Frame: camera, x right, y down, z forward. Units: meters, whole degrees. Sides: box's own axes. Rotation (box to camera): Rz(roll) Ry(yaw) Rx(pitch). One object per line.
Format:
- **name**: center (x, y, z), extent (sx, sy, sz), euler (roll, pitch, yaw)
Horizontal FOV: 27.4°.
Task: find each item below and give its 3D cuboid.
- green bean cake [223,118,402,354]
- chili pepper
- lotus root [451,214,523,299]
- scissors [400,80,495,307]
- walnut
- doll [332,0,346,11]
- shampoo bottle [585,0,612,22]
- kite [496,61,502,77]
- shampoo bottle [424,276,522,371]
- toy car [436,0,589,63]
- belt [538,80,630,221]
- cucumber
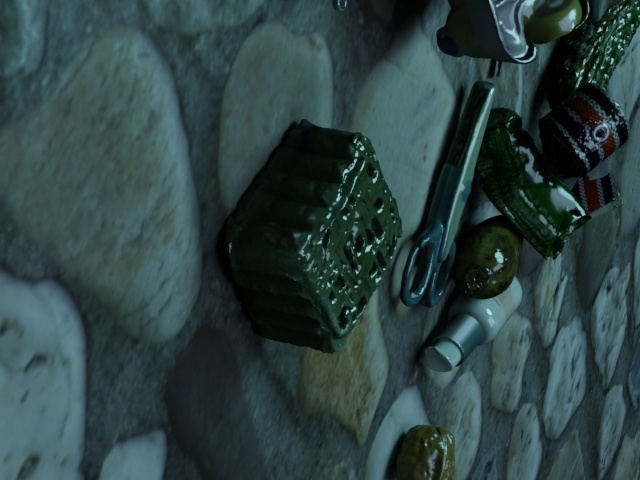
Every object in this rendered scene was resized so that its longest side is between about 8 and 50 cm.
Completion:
- **green bean cake**: center (0.000, 0.000, 1.276), extent (0.181, 0.094, 0.173), euler (-59, 148, -29)
- **chili pepper**: center (0.264, -0.070, 1.683), extent (0.224, 0.098, 0.061), euler (53, 11, -24)
- **lotus root**: center (0.218, 0.021, 1.710), extent (0.179, 0.080, 0.089), euler (-48, 151, -58)
- **scissors**: center (0.160, -0.056, 1.605), extent (0.138, 0.041, 0.289), euler (11, 98, -64)
- **walnut**: center (0.138, 0.288, 1.706), extent (0.079, 0.082, 0.096), euler (14, 85, -31)
- **doll**: center (0.034, -0.307, 1.222), extent (0.104, 0.062, 0.194), euler (50, 50, -78)
- **shampoo bottle**: center (0.339, -0.408, 1.716), extent (0.080, 0.079, 0.246), euler (-55, 147, -35)
- **kite**: center (0.249, -0.323, 1.668), extent (0.321, 0.016, 0.234), euler (-9, 110, -61)
- **shampoo bottle**: center (0.200, 0.109, 1.730), extent (0.192, 0.074, 0.074), euler (-46, 142, -43)
- **toy car**: center (0.219, -0.368, 1.412), extent (0.336, 0.226, 0.242), euler (-37, 123, -25)
- **belt**: center (0.344, -0.112, 1.750), extent (0.094, 0.126, 0.359), euler (-30, 163, 0)
- **cucumber**: center (0.410, -0.305, 1.896), extent (0.359, 0.096, 0.096), euler (-57, 148, -25)
